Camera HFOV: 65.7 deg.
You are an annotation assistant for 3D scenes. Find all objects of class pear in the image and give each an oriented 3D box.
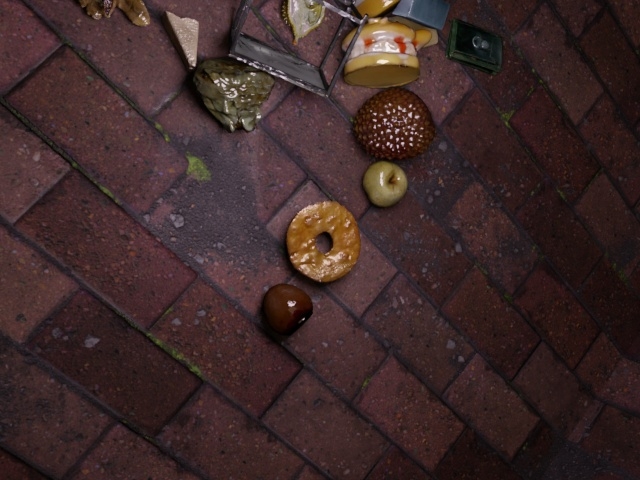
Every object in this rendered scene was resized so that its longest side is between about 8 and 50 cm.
[{"bbox_3d":[0.227,-0.203,1.761,0.167,0.136,0.167,0,91,-22],"label":"pear"}]

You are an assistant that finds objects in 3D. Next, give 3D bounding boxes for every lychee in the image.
[{"bbox_3d":[0.244,-0.387,1.692,0.267,0.267,0.267,-2,94,-20],"label":"lychee"}]

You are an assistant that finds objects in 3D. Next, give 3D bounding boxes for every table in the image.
[{"bbox_3d":[-0.075,-0.656,1.509,0.335,0.222,0.272,17,125,-21],"label":"table"}]

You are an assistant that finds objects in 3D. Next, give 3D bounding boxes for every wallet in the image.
[{"bbox_3d":[0.597,-0.745,1.904,0.236,0.055,0.160,12,83,-20],"label":"wallet"}]

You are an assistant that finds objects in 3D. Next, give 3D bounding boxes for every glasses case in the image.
[{"bbox_3d":[0.348,-0.760,1.644,0.056,0.105,0.266,51,35,17],"label":"glasses case"}]

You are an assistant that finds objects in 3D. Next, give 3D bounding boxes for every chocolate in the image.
[{"bbox_3d":[-0.116,0.224,1.663,0.176,0.177,0.177,-2,94,-20],"label":"chocolate"}]

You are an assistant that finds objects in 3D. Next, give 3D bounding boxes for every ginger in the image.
[{"bbox_3d":[-0.612,-0.690,1.455,0.214,0.059,0.133,37,73,-20],"label":"ginger"}]

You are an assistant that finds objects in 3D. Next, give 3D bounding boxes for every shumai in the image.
[{"bbox_3d":[-0.272,-0.454,1.557,0.256,0.189,0.218,-14,120,-26],"label":"shumai"}]

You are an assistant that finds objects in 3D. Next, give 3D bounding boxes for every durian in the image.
[{"bbox_3d":[-0.060,-0.753,1.642,0.146,0.102,0.208,4,116,-21],"label":"durian"}]

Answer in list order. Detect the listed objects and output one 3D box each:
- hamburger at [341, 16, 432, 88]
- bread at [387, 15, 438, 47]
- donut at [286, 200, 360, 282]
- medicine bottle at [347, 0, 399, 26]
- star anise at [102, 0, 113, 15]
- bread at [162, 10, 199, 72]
[{"bbox_3d":[0.221,-0.631,1.656,0.302,0.261,0.186,0,93,0],"label":"hamburger"},{"bbox_3d":[0.332,-0.757,1.798,0.178,0.060,0.139,-21,102,-18],"label":"bread"},{"bbox_3d":[0.000,0.003,1.703,0.277,0.108,0.278,-2,95,-21],"label":"donut"},{"bbox_3d":[0.174,-0.868,1.637,0.238,0.238,0.232,-36,105,-14],"label":"medicine bottle"},{"bbox_3d":[-0.589,-0.731,1.363,0.140,0.144,0.158,-32,99,-18],"label":"star anise"},{"bbox_3d":[-0.432,-0.604,1.514,0.105,0.077,0.152,4,89,-25],"label":"bread"}]
